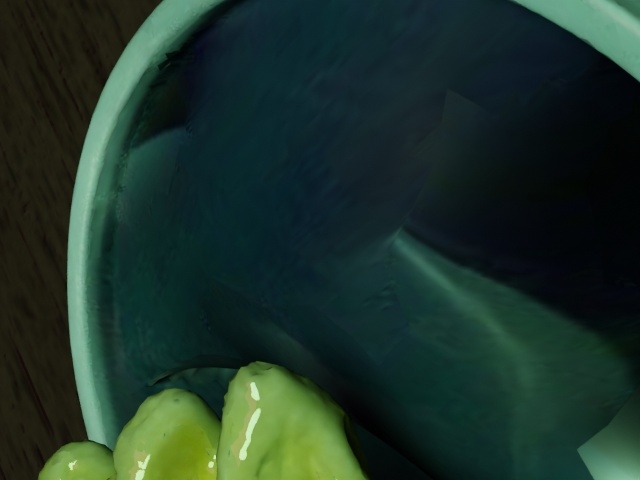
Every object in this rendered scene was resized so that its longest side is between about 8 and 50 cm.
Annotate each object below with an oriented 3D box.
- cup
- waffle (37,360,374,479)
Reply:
[{"bbox_3d":[0.138,0.044,0.512,0.256,0.311,0.331,-4,105,47],"label":"cup"},{"bbox_3d":[0.001,0.160,0.430,0.250,0.056,0.261,54,139,16],"label":"waffle"}]
